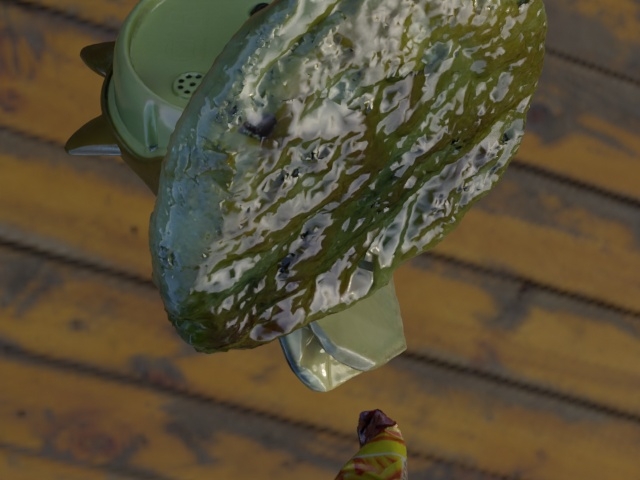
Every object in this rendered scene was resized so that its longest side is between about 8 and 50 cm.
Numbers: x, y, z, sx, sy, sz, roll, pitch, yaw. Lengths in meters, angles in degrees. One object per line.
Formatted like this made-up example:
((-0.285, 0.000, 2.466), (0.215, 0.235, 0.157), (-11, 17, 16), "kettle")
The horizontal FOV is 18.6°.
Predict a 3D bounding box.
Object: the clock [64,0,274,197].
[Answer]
((-0.056, -0.144, 1.783), (0.348, 0.286, 0.117), (-1, 136, 2), "clock")

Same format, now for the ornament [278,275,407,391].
((0.000, 0.000, 1.448), (0.059, 0.180, 0.201), (-29, 90, 34), "ornament")

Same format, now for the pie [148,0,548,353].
((0.020, -0.052, 1.052), (0.277, 0.078, 0.277), (-36, 157, -18), "pie")

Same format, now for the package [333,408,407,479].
((0.011, 0.312, 1.684), (0.108, 0.288, 0.223), (27, 127, -4), "package")
